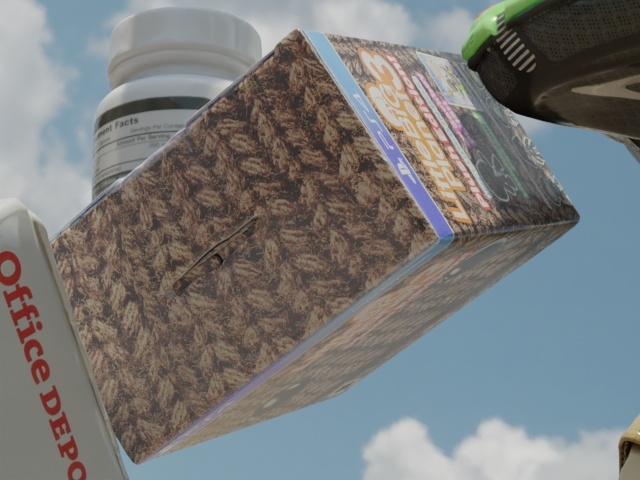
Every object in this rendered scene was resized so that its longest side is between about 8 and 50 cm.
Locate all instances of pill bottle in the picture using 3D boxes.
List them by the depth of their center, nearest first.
[{"bbox_3d":[-0.118,-0.045,1.386,0.161,0.283,0.161,0,-18,0],"label":"pill bottle"}]

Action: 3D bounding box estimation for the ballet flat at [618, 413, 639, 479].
[{"bbox_3d":[0.313,0.275,1.571,0.080,0.073,0.232,14,-64,39],"label":"ballet flat"}]

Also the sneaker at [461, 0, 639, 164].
[{"bbox_3d":[0.310,-0.053,1.045,0.482,0.202,0.185,19,-32,-25],"label":"sneaker"}]

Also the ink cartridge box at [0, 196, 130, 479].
[{"bbox_3d":[-0.252,0.117,0.827,0.114,0.273,0.197,0,-68,45],"label":"ink cartridge box"}]

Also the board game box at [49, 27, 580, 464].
[{"bbox_3d":[0.000,0.000,1.010,0.141,0.232,0.291,57,22,11],"label":"board game box"}]
